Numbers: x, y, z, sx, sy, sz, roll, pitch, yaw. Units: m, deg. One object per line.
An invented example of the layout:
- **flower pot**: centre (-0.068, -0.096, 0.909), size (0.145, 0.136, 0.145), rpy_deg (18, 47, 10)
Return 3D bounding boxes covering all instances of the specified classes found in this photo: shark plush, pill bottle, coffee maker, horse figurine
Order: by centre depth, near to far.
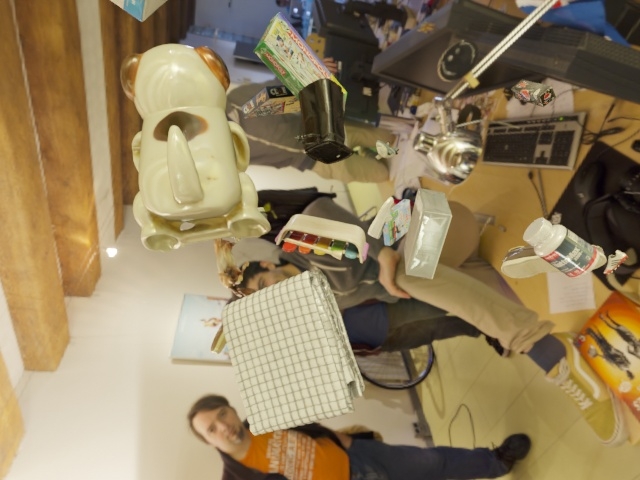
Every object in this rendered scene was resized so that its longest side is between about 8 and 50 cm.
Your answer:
- **coffee maker**: centre (0.008, -0.304, 1.024), size (0.171, 0.120, 0.178), rpy_deg (40, -138, -71)
- **pill bottle**: centre (0.681, 0.018, 1.176), size (0.108, 0.180, 0.108), rpy_deg (-56, 0, -1)
- **horse figurine**: centre (-0.268, 0.062, 1.225), size (0.174, 0.066, 0.264), rpy_deg (-38, 69, 54)
- **shark plush**: centre (0.285, -0.377, 1.686), size (0.073, 0.161, 0.067), rpy_deg (-12, 91, 53)

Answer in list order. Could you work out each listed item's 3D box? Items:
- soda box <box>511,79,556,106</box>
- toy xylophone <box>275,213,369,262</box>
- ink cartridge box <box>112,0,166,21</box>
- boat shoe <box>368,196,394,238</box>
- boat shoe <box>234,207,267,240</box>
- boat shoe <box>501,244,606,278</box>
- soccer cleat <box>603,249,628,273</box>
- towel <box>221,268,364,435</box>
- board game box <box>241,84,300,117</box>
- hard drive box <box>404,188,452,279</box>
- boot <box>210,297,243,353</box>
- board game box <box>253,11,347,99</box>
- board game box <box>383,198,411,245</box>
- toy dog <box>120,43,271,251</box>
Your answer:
- **soda box**: centre (0.818, -0.570, 1.587), size (0.060, 0.053, 0.169), rpy_deg (-39, 32, 7)
- **toy xylophone**: centre (0.000, 0.000, 1.375), size (0.236, 0.322, 0.081), rpy_deg (-49, -29, -57)
- **ink cartridge box**: centre (-0.420, -0.580, 0.865), size (0.082, 0.190, 0.140), rpy_deg (-36, 27, 53)
- **boat shoe**: centre (0.267, -0.092, 1.725), size (0.184, 0.063, 0.066), rpy_deg (-60, -16, 9)
- **boat shoe**: centre (-0.294, -0.054, 1.531), size (0.319, 0.116, 0.099), rpy_deg (-23, -89, -63)
- **boat shoe**: centre (0.782, 0.054, 1.398), size (0.324, 0.116, 0.097), rpy_deg (-17, 37, 50)
- **soccer cleat**: centre (0.803, 0.060, 1.129), size (0.036, 0.029, 0.083), rpy_deg (48, 149, 27)
- **towel**: centre (-0.056, 0.230, 0.858), size (0.121, 0.234, 0.284), rpy_deg (11, -123, -70)
- **board game box**: centre (-0.126, -0.479, 1.401), size (0.165, 0.243, 0.042), rpy_deg (-14, 96, 50)
- **hard drive box**: centre (0.338, -0.024, 1.326), size (0.181, 0.089, 0.232), rpy_deg (-75, -6, -59)
- **boot**: centre (-0.227, 0.294, 1.281), size (0.077, 0.165, 0.213), rpy_deg (-34, 19, 46)
- **board game box**: centre (-0.044, -0.492, 1.216), size (0.046, 0.317, 0.214), rpy_deg (-26, 37, 34)
- **board game box**: centre (0.377, -0.091, 2.018), size (0.039, 0.211, 0.160), rpy_deg (12, 123, 38)
- **toy dog**: centre (-0.303, -0.216, 0.889), size (0.395, 0.284, 0.408), rpy_deg (69, -171, -76)
